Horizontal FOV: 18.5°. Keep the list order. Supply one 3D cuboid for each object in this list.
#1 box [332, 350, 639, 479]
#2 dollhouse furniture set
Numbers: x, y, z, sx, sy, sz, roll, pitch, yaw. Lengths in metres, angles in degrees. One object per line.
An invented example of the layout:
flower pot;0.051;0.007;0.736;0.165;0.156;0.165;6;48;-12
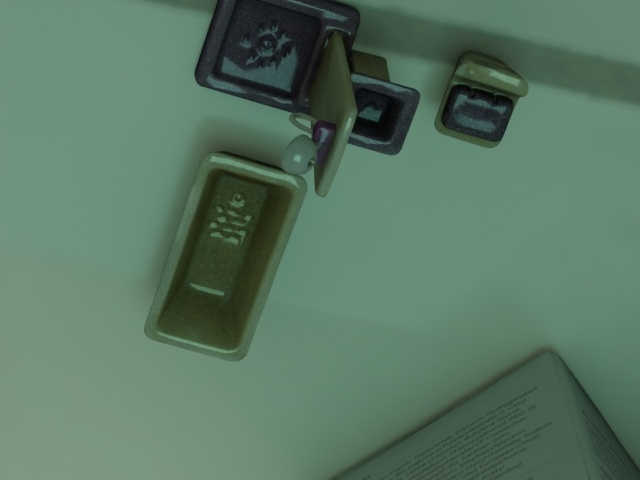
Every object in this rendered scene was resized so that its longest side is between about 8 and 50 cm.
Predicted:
box;0.062;0.112;0.615;0.102;0.087;0.101;-32;113;13
dollhouse furniture set;0.000;0.000;0.559;0.091;0.081;0.114;16;114;-11
